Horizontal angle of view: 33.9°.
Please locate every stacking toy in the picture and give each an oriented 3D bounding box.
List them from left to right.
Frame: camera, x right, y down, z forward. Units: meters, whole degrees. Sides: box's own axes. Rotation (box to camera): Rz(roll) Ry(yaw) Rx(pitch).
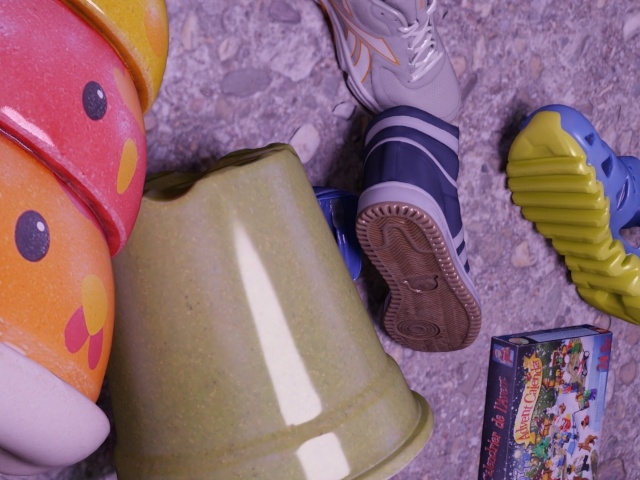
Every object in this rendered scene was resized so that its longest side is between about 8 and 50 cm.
[{"bbox_3d":[-0.214,-0.125,0.683,0.350,0.350,0.480,37,67,-35],"label":"stacking toy"}]

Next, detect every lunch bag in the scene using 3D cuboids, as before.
[{"bbox_3d":[0.000,0.000,0.985,0.067,0.065,0.099,-11,106,-33],"label":"lunch bag"}]

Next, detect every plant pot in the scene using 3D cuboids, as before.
[{"bbox_3d":[-0.074,0.064,0.853,0.276,0.276,0.254,-22,101,-29],"label":"plant pot"}]

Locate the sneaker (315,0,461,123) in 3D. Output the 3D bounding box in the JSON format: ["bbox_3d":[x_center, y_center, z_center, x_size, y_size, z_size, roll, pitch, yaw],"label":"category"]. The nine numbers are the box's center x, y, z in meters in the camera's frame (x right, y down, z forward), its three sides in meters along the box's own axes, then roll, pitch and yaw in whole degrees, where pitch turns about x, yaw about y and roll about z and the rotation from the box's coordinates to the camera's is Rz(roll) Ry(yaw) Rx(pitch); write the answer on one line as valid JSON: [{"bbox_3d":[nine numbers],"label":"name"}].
[{"bbox_3d":[0.067,-0.198,0.953,0.099,0.121,0.262,-49,123,-15],"label":"sneaker"}]

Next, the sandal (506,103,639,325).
[{"bbox_3d":[0.313,-0.045,1.170,0.138,0.126,0.317,-54,133,-17],"label":"sandal"}]

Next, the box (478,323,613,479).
[{"bbox_3d":[0.262,0.222,1.233,0.159,0.044,0.233,-4,103,-35],"label":"box"}]

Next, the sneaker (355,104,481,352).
[{"bbox_3d":[0.102,-0.010,1.033,0.282,0.099,0.153,66,24,-53],"label":"sneaker"}]

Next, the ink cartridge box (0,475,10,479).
[{"bbox_3d":[-0.341,0.271,0.786,0.172,0.100,0.237,40,77,-35],"label":"ink cartridge box"}]
